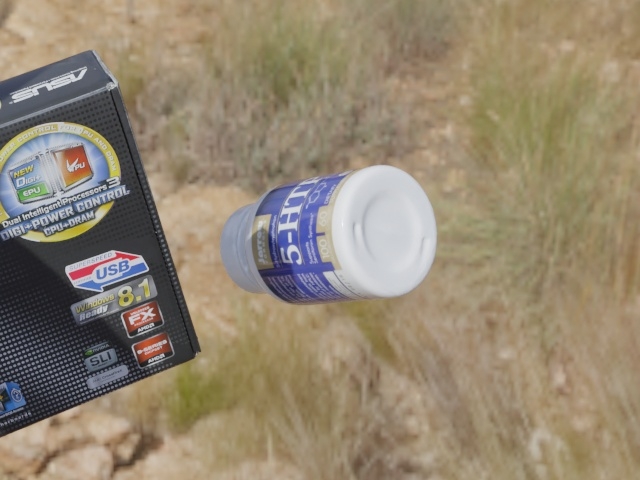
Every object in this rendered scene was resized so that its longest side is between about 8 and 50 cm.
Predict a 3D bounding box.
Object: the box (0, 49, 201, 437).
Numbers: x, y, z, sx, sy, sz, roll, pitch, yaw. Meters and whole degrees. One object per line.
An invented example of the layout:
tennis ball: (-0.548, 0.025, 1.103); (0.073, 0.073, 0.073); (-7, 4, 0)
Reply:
box: (-0.230, 0.027, 0.879); (0.270, 0.216, 0.060); (-21, 36, -12)

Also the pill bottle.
pill bottle: (0.000, 0.000, 1.226); (0.112, 0.112, 0.187); (-30, 14, -38)
